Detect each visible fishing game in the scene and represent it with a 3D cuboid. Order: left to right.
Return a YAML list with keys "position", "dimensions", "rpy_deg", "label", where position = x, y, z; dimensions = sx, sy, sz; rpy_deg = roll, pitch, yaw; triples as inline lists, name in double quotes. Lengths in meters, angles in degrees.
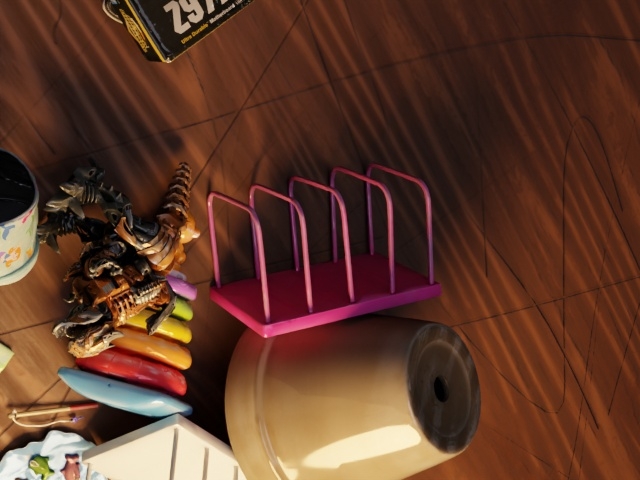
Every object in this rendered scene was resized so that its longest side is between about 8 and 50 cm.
- position: [-0.398, 0.369, 1.795]
  dimensions: [0.189, 0.041, 0.264]
  rpy_deg: [-2, 105, -30]
  label: "fishing game"

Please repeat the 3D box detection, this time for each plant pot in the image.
- position: [0.070, 0.233, 1.792]
  dimensions: [0.323, 0.280, 0.323]
  rpy_deg: [21, 63, -47]
  label: "plant pot"

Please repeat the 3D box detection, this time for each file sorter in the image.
- position: [-0.192, 0.409, 1.773]
  dimensions: [0.193, 0.173, 0.277]
  rpy_deg: [-25, 133, 29]
  label: "file sorter"
- position: [0.000, 0.000, 1.806]
  dimensions: [0.290, 0.202, 0.182]
  rpy_deg: [-12, 108, -25]
  label: "file sorter"

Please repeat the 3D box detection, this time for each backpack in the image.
- position: [-0.480, -0.019, 1.532]
  dimensions: [0.253, 0.225, 0.191]
  rpy_deg: [-13, 128, -22]
  label: "backpack"

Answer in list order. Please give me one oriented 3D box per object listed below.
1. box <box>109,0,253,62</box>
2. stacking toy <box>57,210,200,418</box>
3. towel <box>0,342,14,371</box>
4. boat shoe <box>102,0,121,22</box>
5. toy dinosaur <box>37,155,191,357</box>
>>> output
- position: [-0.165, -0.431, 1.640]
  dimensions: [0.322, 0.079, 0.257]
  rpy_deg: [-40, 117, -20]
  label: "box"
- position: [-0.241, 0.095, 1.750]
  dimensions: [0.175, 0.166, 0.302]
  rpy_deg: [13, 79, 12]
  label: "stacking toy"
- position: [-0.512, 0.161, 1.682]
  dimensions: [0.152, 0.023, 0.113]
  rpy_deg: [39, 85, -31]
  label: "towel"
- position: [-0.238, -0.310, 1.683]
  dimensions: [0.125, 0.038, 0.046]
  rpy_deg: [18, 95, -31]
  label: "boat shoe"
- position: [-0.275, 0.012, 1.664]
  dimensions: [0.218, 0.322, 0.164]
  rpy_deg: [37, 122, -6]
  label: "toy dinosaur"
